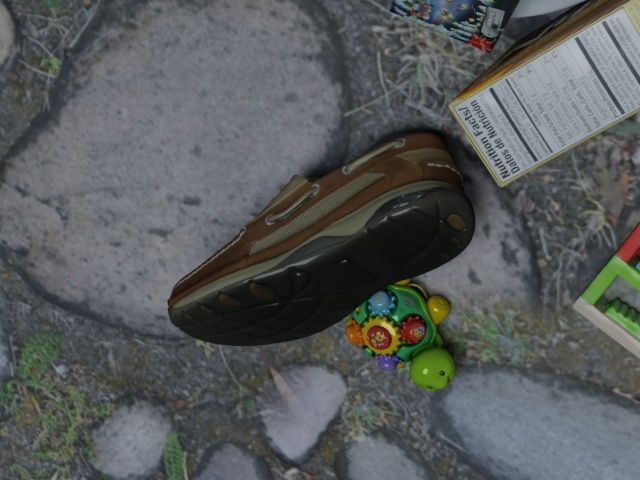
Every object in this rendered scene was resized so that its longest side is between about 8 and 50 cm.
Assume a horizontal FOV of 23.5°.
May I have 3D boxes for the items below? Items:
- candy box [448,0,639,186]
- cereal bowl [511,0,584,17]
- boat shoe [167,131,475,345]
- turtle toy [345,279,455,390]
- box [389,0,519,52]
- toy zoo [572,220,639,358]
[{"bbox_3d":[0.271,-0.173,1.214,0.316,0.183,0.088,-30,97,32],"label":"candy box"},{"bbox_3d":[0.113,-0.337,1.206,0.338,0.141,0.339,17,149,11],"label":"cereal bowl"},{"bbox_3d":[0.000,0.000,1.462,0.324,0.120,0.122,-24,141,24],"label":"boat shoe"},{"bbox_3d":[0.079,0.092,1.489,0.130,0.066,0.095,39,122,5],"label":"turtle toy"},{"bbox_3d":[0.118,-0.214,1.233,0.094,0.027,0.137,22,150,-1],"label":"box"},{"bbox_3d":[0.378,0.010,1.335,0.192,0.030,0.293,37,122,6],"label":"toy zoo"}]
